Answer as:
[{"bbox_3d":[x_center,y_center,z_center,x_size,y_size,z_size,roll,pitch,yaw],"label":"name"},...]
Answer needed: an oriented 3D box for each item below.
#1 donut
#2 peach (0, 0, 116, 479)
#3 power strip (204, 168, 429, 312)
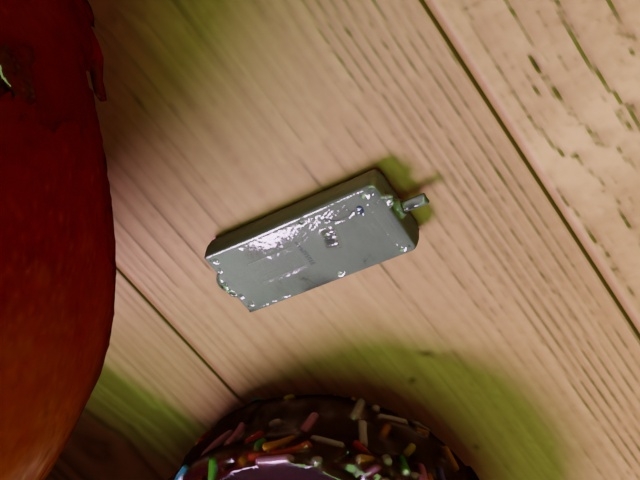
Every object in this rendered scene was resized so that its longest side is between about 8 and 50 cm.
[{"bbox_3d":[0.007,0.189,0.661,0.235,0.089,0.235,7,129,9],"label":"donut"},{"bbox_3d":[-0.244,-0.005,0.418,0.370,0.370,0.370,7,129,8],"label":"peach"},{"bbox_3d":[0.000,0.000,0.557,0.136,0.019,0.051,-23,118,28],"label":"power strip"}]
